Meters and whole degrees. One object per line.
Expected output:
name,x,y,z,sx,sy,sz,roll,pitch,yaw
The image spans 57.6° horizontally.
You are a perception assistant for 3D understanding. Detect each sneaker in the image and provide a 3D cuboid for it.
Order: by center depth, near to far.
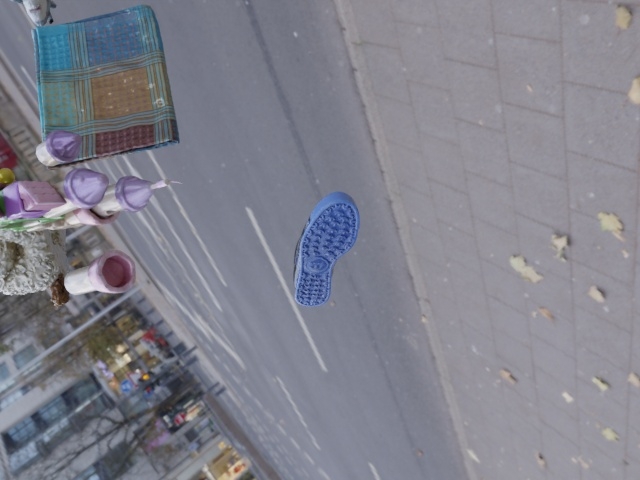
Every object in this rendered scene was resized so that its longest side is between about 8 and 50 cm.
sneaker,0.000,0.000,0.896,0.090,0.082,0.232,-96,19,-44

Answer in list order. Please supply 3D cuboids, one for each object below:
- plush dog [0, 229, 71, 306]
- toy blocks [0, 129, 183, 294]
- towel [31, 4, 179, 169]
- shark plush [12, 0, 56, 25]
plush dog,-0.644,0.052,1.178,0.262,0.226,0.210,171,87,-79
toy blocks,-0.384,-0.068,0.787,0.260,0.289,0.308,-13,86,36
towel,-0.453,-0.331,1.216,0.040,0.272,0.370,89,166,-65
shark plush,-0.473,-0.391,0.974,0.161,0.073,0.067,33,151,61
